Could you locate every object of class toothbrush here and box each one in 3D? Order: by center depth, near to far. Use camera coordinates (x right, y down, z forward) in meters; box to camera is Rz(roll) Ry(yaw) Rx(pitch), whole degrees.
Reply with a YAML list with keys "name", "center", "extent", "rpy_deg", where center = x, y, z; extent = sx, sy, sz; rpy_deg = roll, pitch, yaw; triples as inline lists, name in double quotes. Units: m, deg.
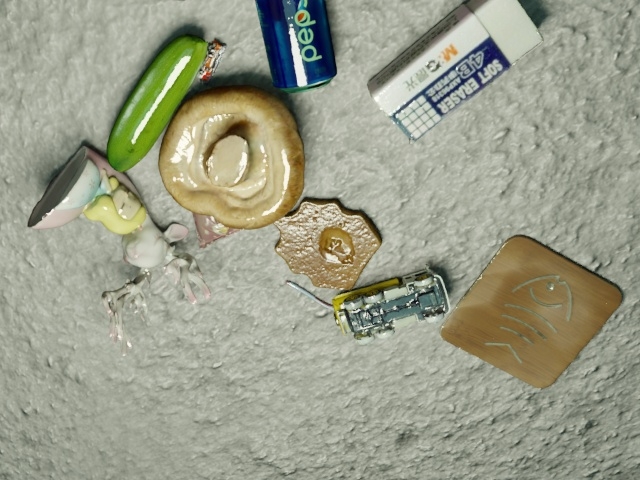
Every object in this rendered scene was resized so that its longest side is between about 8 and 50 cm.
- name: "toothbrush"
  center: [0.012, 0.130, 1.578]
  extent: [0.193, 0.013, 0.019]
  rpy_deg: [29, 106, -13]

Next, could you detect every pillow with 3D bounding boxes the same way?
- name: "pillow"
  center: [-0.167, -0.066, 1.471]
  extent: [0.185, 0.043, 0.118]
  rpy_deg: [-19, 101, 8]

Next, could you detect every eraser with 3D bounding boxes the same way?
- name: "eraser"
  center: [0.229, -0.306, 1.329]
  extent: [0.287, 0.086, 0.130]
  rpy_deg: [-36, 111, 16]

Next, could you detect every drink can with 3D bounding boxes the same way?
- name: "drink can"
  center: [-0.043, -0.359, 1.290]
  extent: [0.118, 0.118, 0.204]
  rpy_deg: [-9, 116, 5]

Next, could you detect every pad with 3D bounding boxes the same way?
- name: "pad"
  center: [0.434, 0.153, 1.581]
  extent: [0.287, 0.018, 0.284]
  rpy_deg: [27, 113, -12]

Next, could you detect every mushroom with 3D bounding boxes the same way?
- name: "mushroom"
  center: [-0.155, -0.144, 1.370]
  extent: [0.279, 0.146, 0.278]
  rpy_deg: [3, 104, 12]

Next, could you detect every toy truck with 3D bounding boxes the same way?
- name: "toy truck"
  center: [-0.197, -0.315, 1.364]
  extent: [0.032, 0.024, 0.083]
  rpy_deg: [16, 115, -39]
- name: "toy truck"
  center: [0.134, 0.125, 1.519]
  extent: [0.227, 0.114, 0.097]
  rpy_deg: [-17, 102, 4]

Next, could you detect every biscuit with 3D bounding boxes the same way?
- name: "biscuit"
  center: [0.000, -0.001, 1.505]
  extent: [0.215, 0.034, 0.182]
  rpy_deg: [28, 112, -10]

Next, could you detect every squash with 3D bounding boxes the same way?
- name: "squash"
  center: [-0.296, -0.248, 1.366]
  extent: [0.082, 0.082, 0.292]
  rpy_deg: [32, 109, -14]

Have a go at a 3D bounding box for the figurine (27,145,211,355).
- name: "figurine"
  center: [-0.366, 0.022, 1.402]
  extent: [0.206, 0.284, 0.316]
  rpy_deg: [-41, 120, 19]
